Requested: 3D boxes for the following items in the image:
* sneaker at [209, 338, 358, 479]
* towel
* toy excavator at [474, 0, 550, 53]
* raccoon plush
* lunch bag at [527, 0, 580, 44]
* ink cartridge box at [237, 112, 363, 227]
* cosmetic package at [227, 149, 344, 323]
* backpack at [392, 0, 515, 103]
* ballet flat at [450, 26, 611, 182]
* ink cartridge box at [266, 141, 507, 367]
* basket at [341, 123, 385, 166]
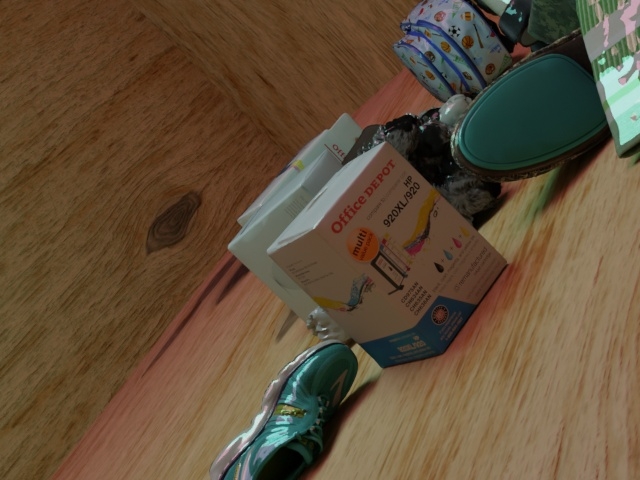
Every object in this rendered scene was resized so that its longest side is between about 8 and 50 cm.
[{"bbox_3d":[-0.028,0.255,1.379,0.110,0.107,0.275,7,55,54],"label":"sneaker"},{"bbox_3d":[0.438,-0.292,1.304,0.248,0.038,0.324,-37,45,38],"label":"towel"},{"bbox_3d":[0.507,-0.556,1.955,0.445,0.222,0.433,-47,-26,18],"label":"toy excavator"},{"bbox_3d":[0.117,-0.057,1.741,0.446,0.216,0.299,-44,1,10],"label":"raccoon plush"},{"bbox_3d":[0.473,-0.455,1.675,0.287,0.169,0.235,-55,-15,-6],"label":"lunch bag"},{"bbox_3d":[0.003,-0.102,2.357,0.353,0.207,0.119,-50,12,-33],"label":"ink cartridge box"},{"bbox_3d":[0.000,0.000,1.874,0.225,0.224,0.138,-38,12,39],"label":"cosmetic package"},{"bbox_3d":[0.308,-0.444,2.401,0.213,0.276,0.263,-52,17,-8],"label":"backpack"},{"bbox_3d":[0.390,-0.231,1.498,0.483,0.164,0.182,-41,-13,-4],"label":"ballet flat"},{"bbox_3d":[0.084,0.022,1.380,0.171,0.233,0.168,-50,10,-25],"label":"ink cartridge box"},{"bbox_3d":[0.093,-0.112,2.216,0.227,0.154,0.204,-53,13,-19],"label":"basket"}]
